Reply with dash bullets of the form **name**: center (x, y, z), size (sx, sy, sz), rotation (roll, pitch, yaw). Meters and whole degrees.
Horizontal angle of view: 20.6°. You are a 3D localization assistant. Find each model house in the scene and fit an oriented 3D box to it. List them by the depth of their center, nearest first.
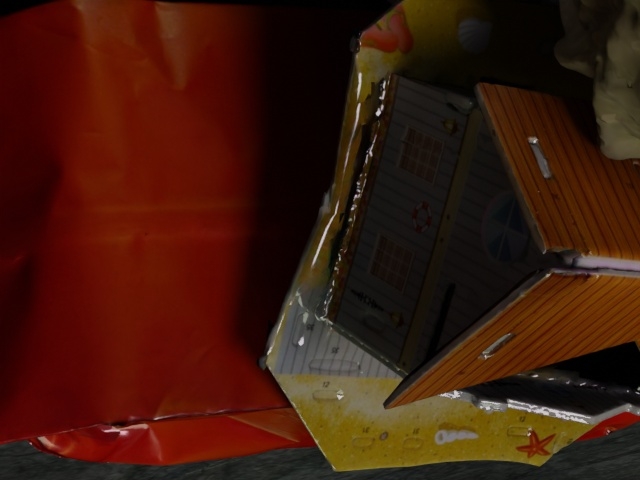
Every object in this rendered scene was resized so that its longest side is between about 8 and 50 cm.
- **model house**: center (0.112, 0.021, 0.677), size (0.219, 0.207, 0.136), rotation (8, -167, -34)

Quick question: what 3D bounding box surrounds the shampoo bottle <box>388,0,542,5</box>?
- **shampoo bottle**: center (0.051, -0.147, 0.617), size (0.086, 0.056, 0.227), rotation (-11, 162, 5)

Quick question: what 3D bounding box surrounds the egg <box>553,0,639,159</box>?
- **egg**: center (0.232, -0.093, 0.559), size (0.310, 0.279, 0.279), rotation (-7, 168, 38)

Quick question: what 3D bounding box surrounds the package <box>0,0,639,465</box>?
- **package**: center (0.001, 0.000, 0.803), size (0.424, 0.196, 0.123), rotation (0, 162, -30)
